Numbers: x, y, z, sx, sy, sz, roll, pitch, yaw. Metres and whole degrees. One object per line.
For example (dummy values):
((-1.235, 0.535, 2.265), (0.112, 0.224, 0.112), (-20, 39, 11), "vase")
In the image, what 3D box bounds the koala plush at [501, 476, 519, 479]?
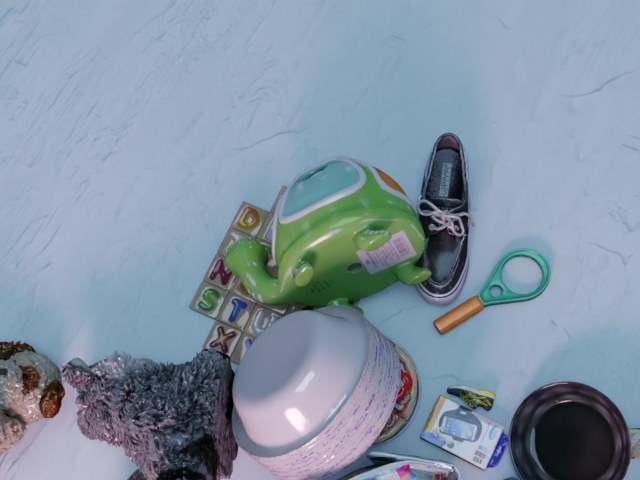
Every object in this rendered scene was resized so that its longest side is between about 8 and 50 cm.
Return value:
((0.264, 0.490, 1.309), (0.196, 0.221, 0.203), (-40, 72, 11), "koala plush")

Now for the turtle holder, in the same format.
((0.018, 0.001, 1.532), (0.320, 0.243, 0.228), (-44, 48, 32), "turtle holder")

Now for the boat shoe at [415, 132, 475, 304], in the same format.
((0.221, -0.043, 1.575), (0.113, 0.105, 0.306), (9, 73, 10), "boat shoe")

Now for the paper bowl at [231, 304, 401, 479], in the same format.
((-0.025, 0.225, 1.402), (0.284, 0.148, 0.284), (-33, 30, 22), "paper bowl")

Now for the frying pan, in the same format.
((0.399, 0.391, 1.418), (0.197, 0.053, 0.326), (-4, 77, 30), "frying pan")

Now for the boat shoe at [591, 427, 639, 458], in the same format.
((0.511, 0.332, 1.441), (0.135, 0.050, 0.045), (-9, 65, 4), "boat shoe")

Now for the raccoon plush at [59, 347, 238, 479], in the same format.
((-0.303, 0.295, 1.386), (0.299, 0.446, 0.216), (-1, 98, 6), "raccoon plush")

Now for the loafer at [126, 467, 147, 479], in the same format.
((-0.301, 0.502, 1.467), (0.101, 0.092, 0.269), (9, 57, 8), "loafer")

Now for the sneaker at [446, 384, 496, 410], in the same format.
((0.255, 0.268, 1.505), (0.083, 0.031, 0.035), (10, 73, 10), "sneaker")

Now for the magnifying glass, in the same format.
((0.302, 0.094, 1.562), (0.231, 0.026, 0.092), (-32, 71, -3), "magnifying glass")

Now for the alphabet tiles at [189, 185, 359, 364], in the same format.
((-0.066, 0.076, 1.621), (0.285, 0.011, 0.343), (22, 75, 14), "alphabet tiles")

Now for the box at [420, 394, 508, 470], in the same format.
((0.245, 0.326, 1.489), (0.136, 0.028, 0.081), (24, 76, 16), "box")

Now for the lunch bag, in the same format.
((0.096, 0.412, 1.374), (0.262, 0.223, 0.160), (-30, 76, -5), "lunch bag")

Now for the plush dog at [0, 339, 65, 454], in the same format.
((-0.551, 0.287, 1.535), (0.225, 0.211, 0.262), (-37, 48, -22), "plush dog")

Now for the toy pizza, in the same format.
((0.073, 0.254, 1.526), (0.201, 0.032, 0.201), (-1, 73, 4), "toy pizza")
